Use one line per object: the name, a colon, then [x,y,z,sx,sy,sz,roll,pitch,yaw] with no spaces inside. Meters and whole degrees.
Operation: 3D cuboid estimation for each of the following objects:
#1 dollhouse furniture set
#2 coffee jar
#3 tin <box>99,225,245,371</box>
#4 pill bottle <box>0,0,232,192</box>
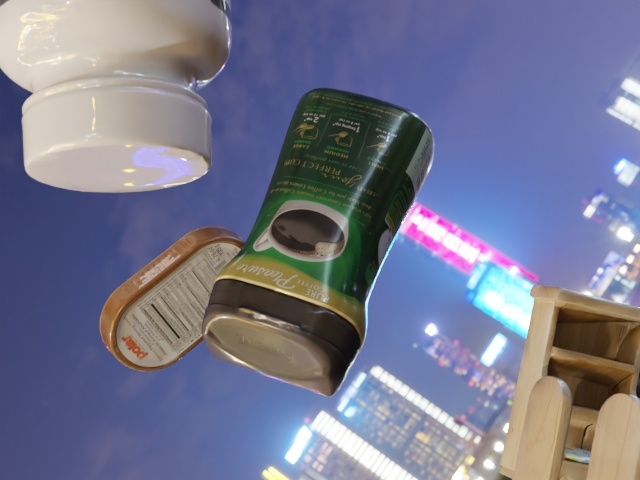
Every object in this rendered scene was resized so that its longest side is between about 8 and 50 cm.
dollhouse furniture set: [0.402,0.203,1.087,0.394,0.362,0.256,179,103,-71]
coffee jar: [0.000,0.000,0.577,0.079,0.096,0.184,82,-152,-61]
tin: [-0.152,0.064,1.015,0.189,0.040,0.106,-40,-59,-11]
pill bottle: [-0.096,-0.118,0.423,0.108,0.108,0.180,38,-134,-74]
